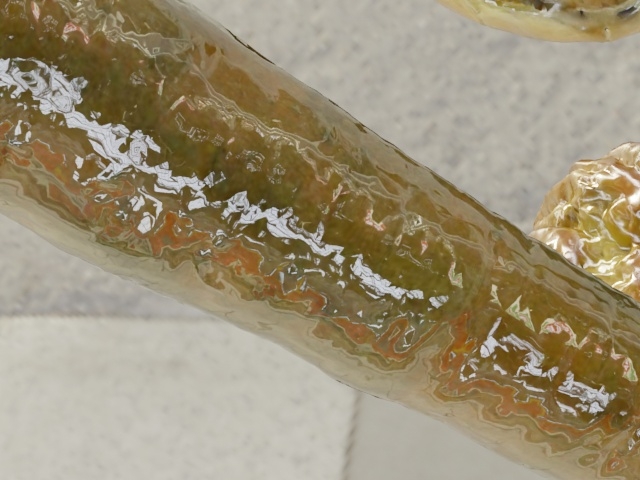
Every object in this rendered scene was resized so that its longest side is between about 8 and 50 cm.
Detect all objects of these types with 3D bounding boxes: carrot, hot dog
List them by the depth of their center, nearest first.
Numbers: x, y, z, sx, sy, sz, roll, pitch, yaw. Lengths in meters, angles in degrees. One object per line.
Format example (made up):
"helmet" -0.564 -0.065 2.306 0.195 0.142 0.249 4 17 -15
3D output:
"carrot" 0.000 0.000 0.464 0.070 0.342 0.070 -56 13 21
"hot dog" 0.166 0.075 0.893 0.114 0.259 0.175 -31 50 10

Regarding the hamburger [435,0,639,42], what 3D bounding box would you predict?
"hamburger" 0.140 -0.226 1.427 0.283 0.144 0.156 22 69 19
